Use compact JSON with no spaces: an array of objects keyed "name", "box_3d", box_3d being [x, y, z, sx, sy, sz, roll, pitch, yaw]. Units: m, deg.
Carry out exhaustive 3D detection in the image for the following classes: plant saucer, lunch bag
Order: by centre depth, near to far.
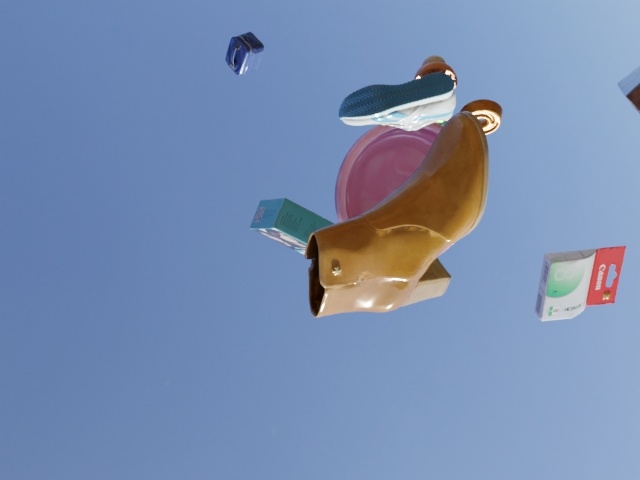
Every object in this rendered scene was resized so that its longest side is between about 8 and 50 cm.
[{"name":"plant saucer","box_3d":[0.181,-0.108,1.727,0.332,0.332,0.084,35,179,-21]},{"name":"lunch bag","box_3d":[-0.183,-0.445,1.847,0.065,0.098,0.067,-30,-111,-35]}]

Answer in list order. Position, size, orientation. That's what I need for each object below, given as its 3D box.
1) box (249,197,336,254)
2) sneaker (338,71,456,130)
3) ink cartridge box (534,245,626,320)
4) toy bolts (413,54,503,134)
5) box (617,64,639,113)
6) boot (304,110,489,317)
[{"name":"box","box_3d":[0.000,0.000,1.431,0.244,0.100,0.060,27,-103,-27]},{"name":"sneaker","box_3d":[0.150,-0.253,1.507,0.092,0.229,0.087,69,-163,-51]},{"name":"ink cartridge box","box_3d":[0.667,0.110,1.970,0.225,0.181,0.056,-4,-151,-7]},{"name":"toy bolts","box_3d":[0.308,-0.321,1.866,0.218,0.228,0.158,11,-125,-11]},{"name":"box","box_3d":[0.692,-0.304,1.487,0.143,0.191,0.381,48,-158,0]},{"name":"boot","box_3d":[0.090,-0.024,1.005,0.211,0.295,0.104,-6,-146,-25]}]
